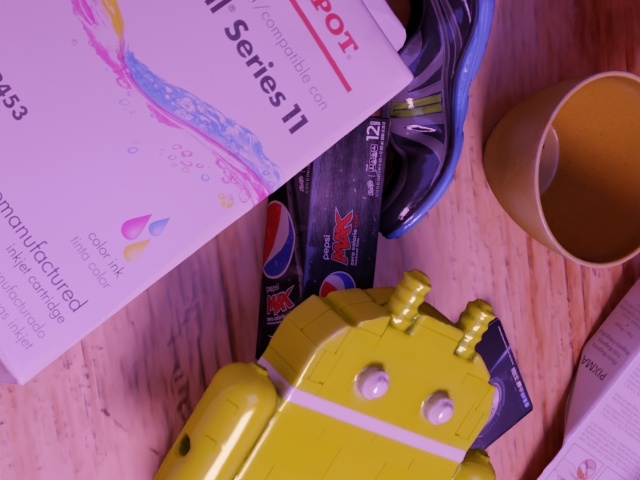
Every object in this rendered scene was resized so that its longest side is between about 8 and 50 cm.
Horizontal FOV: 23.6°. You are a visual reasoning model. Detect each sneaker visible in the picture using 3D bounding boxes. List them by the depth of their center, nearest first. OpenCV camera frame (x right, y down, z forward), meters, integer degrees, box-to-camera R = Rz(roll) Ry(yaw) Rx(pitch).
[{"bbox_3d":[0.060,-0.094,1.023,0.078,0.067,0.188,12,93,-14],"label":"sneaker"}]

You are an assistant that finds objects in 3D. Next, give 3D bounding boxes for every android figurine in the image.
[{"bbox_3d":[0.012,0.142,0.981,0.248,0.056,0.273,27,100,-40],"label":"android figurine"}]

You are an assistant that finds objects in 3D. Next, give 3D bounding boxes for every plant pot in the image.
[{"bbox_3d":[0.170,-0.054,1.074,0.134,0.095,0.134,-7,102,-33],"label":"plant pot"}]

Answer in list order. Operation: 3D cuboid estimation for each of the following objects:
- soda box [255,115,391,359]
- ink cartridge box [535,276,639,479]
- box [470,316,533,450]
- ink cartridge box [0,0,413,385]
[{"bbox_3d":[0.000,0.000,0.994,0.060,0.053,0.169,1,97,-33],"label":"soda box"},{"bbox_3d":[0.258,0.157,1.210,0.189,0.066,0.232,36,99,-33],"label":"ink cartridge box"},{"bbox_3d":[0.114,0.106,1.110,0.067,0.018,0.083,-34,115,-25],"label":"box"},{"bbox_3d":[-0.098,-0.107,0.844,0.353,0.119,0.207,-40,102,-23],"label":"ink cartridge box"}]
